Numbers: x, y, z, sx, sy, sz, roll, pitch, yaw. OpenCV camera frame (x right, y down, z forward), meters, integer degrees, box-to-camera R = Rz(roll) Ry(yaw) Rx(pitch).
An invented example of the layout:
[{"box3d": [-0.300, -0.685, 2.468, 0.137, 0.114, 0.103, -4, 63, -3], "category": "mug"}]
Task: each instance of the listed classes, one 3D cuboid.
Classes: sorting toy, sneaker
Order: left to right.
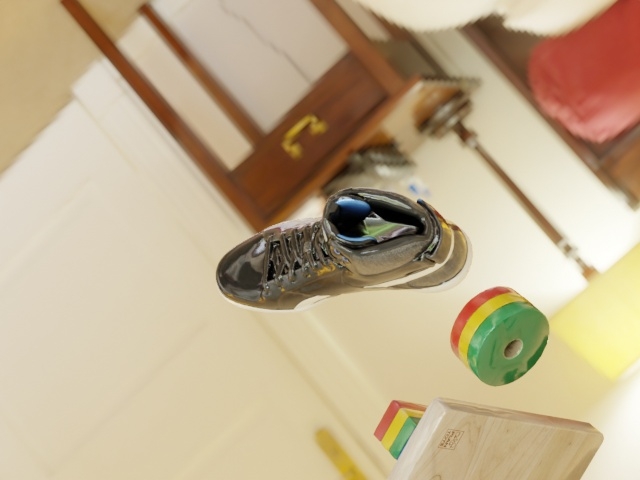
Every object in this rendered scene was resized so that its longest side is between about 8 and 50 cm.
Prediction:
[{"box3d": [0.000, 0.000, 1.114, 0.216, 0.079, 0.121, -8, 159, 20], "category": "sneaker"}, {"box3d": [0.065, 0.149, 0.781, 0.132, 0.046, 0.274, 14, 110, -40], "category": "sorting toy"}]
